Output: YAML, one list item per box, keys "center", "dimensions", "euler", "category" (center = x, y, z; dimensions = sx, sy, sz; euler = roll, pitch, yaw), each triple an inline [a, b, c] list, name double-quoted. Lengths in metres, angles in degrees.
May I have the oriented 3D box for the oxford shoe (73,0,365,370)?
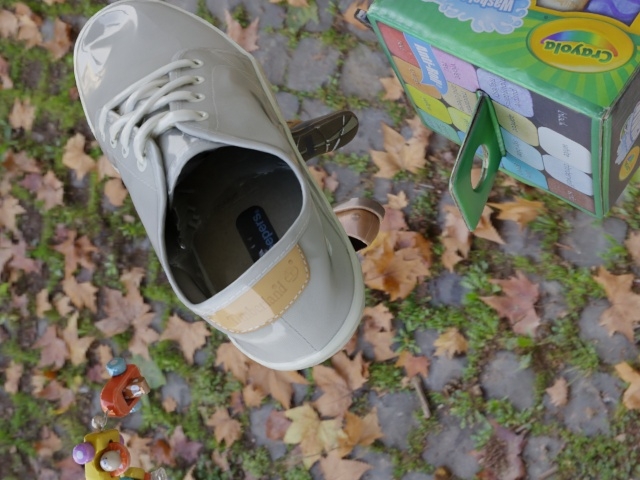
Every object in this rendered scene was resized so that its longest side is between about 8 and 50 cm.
- center: [-0.113, -0.088, 0.669]
  dimensions: [0.169, 0.130, 0.449]
  euler: [-39, 56, 7]
  category: "oxford shoe"

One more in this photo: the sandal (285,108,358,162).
- center: [-0.045, -0.170, 1.293]
  dimensions: [0.219, 0.090, 0.060]
  euler: [-24, 51, -10]
  category: "sandal"

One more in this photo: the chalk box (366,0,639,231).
- center: [0.165, -0.146, 0.563]
  dimensions: [0.179, 0.180, 0.289]
  euler: [34, 84, 27]
  category: "chalk box"

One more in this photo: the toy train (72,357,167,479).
- center: [-0.181, 0.206, 0.779]
  dimensions: [0.046, 0.125, 0.166]
  euler: [-6, 113, 21]
  category: "toy train"

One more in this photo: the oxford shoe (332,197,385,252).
- center: [0.000, 0.000, 1.151]
  dimensions: [0.212, 0.076, 0.076]
  euler: [-20, 45, 47]
  category: "oxford shoe"

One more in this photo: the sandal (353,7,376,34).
- center: [0.119, -0.230, 0.940]
  dimensions: [0.040, 0.179, 0.067]
  euler: [-54, 25, 7]
  category: "sandal"
